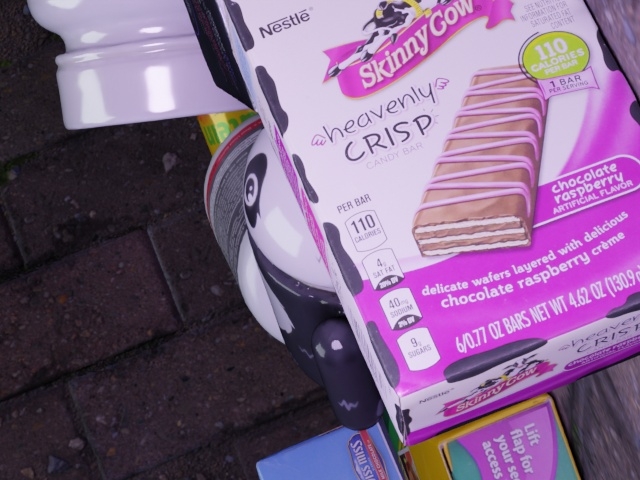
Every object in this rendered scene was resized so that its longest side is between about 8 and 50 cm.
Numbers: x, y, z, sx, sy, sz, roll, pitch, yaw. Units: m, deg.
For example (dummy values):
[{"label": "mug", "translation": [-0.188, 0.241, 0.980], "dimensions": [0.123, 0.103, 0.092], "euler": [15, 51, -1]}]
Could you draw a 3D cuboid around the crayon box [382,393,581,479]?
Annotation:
[{"label": "crayon box", "translation": [0.167, 0.282, 1.599], "dimensions": [0.313, 0.106, 0.363], "euler": [-140, 29, -81]}]

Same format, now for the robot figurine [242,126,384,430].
[{"label": "robot figurine", "translation": [0.038, 0.007, 1.398], "dimensions": [0.209, 0.173, 0.278], "euler": [53, 168, 35]}]

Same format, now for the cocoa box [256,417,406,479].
[{"label": "cocoa box", "translation": [0.103, 0.353, 1.933], "dimensions": [0.231, 0.228, 0.347], "euler": [82, 166, -72]}]

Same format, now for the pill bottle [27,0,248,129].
[{"label": "pill bottle", "translation": [-0.143, -0.277, 1.563], "dimensions": [0.204, 0.204, 0.361], "euler": [-147, 50, -83]}]

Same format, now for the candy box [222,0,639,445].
[{"label": "candy box", "translation": [0.066, -0.042, 0.916], "dimensions": [0.071, 0.159, 0.233], "euler": [81, 167, -64]}]

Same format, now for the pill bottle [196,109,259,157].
[{"label": "pill bottle", "translation": [-0.058, -0.111, 2.263], "dimensions": [0.136, 0.136, 0.245], "euler": [-138, 26, -80]}]

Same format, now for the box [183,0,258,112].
[{"label": "box", "translation": [-0.022, -0.194, 1.348], "dimensions": [0.270, 0.143, 0.165], "euler": [-134, 24, -78]}]

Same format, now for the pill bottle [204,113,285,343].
[{"label": "pill bottle", "translation": [0.000, 0.000, 1.822], "dimensions": [0.318, 0.176, 0.176], "euler": [-121, 10, -66]}]
